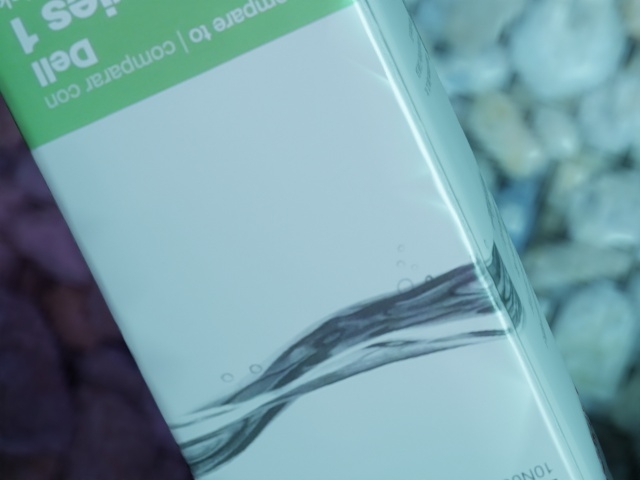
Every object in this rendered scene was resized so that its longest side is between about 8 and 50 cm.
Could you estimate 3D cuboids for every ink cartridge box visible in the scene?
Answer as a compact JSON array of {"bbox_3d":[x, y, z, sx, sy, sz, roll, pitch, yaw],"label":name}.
[{"bbox_3d":[0.000,0.000,0.518,0.093,0.160,0.219,-23,100,7],"label":"ink cartridge box"}]
